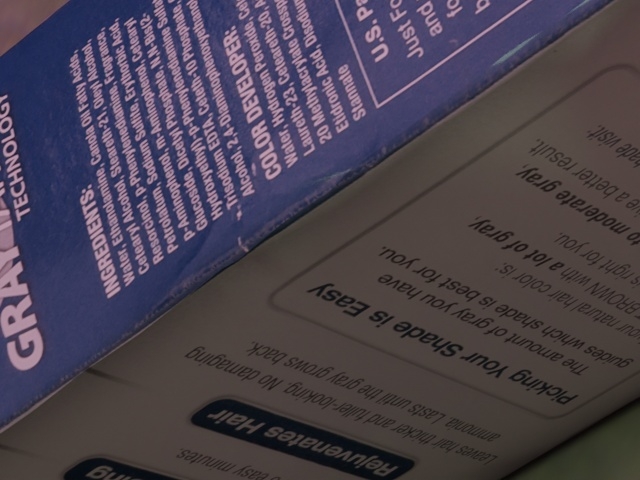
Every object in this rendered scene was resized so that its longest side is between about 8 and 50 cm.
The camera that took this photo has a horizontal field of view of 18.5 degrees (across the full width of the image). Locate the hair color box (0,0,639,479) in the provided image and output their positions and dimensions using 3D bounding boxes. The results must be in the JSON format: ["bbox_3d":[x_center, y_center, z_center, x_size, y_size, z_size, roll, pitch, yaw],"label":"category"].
[{"bbox_3d":[0.000,0.000,0.528,0.347,0.174,0.105,-35,55,24],"label":"hair color box"}]
